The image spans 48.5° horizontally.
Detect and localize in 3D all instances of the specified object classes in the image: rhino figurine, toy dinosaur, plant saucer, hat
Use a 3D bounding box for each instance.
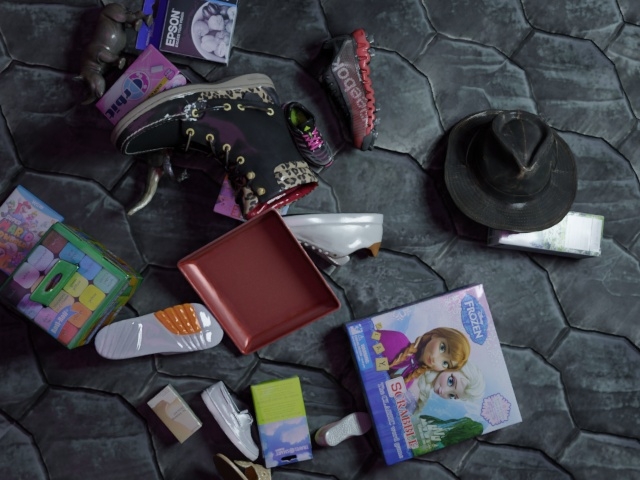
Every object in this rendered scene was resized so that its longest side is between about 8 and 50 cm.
[{"bbox_3d":[-0.461,-0.400,1.532,0.106,0.073,0.243,23,87,8],"label":"rhino figurine"},{"bbox_3d":[-0.333,-0.174,1.532,0.118,0.064,0.268,7,77,10],"label":"toy dinosaur"},{"bbox_3d":[-0.126,0.085,1.494,0.259,0.048,0.258,-29,105,19],"label":"plant saucer"},{"bbox_3d":[0.428,-0.184,1.535,0.331,0.134,0.331,2,62,-5],"label":"hat"}]

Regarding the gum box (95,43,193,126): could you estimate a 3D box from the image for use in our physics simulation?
[{"bbox_3d":[-0.378,-0.307,1.511,0.188,0.062,0.107,-47,68,3],"label":"gum box"}]

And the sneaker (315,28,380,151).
[{"bbox_3d":[0.058,-0.329,1.574,0.135,0.097,0.276,-6,86,-7],"label":"sneaker"}]

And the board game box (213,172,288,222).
[{"bbox_3d":[-0.147,-0.087,1.573,0.154,0.026,0.103,18,86,-5],"label":"board game box"}]

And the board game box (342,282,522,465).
[{"bbox_3d":[0.243,0.288,1.557,0.318,0.066,0.319,-17,90,-6],"label":"board game box"}]

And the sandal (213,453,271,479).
[{"bbox_3d":[-0.132,0.525,1.532,0.240,0.088,0.079,53,52,-8],"label":"sandal"}]

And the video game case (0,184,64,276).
[{"bbox_3d":[-0.649,-0.018,1.521,0.119,0.015,0.166,38,84,-3],"label":"video game case"}]

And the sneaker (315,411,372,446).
[{"bbox_3d":[0.046,0.415,1.562,0.134,0.070,0.051,-16,82,-36],"label":"sneaker"}]

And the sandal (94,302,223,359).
[{"bbox_3d":[-0.343,0.195,1.510,0.265,0.076,0.102,-6,80,-20],"label":"sandal"}]

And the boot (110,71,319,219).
[{"bbox_3d":[-0.203,-0.176,1.457,0.377,0.138,0.284,-23,77,-32],"label":"boot"}]

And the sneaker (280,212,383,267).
[{"bbox_3d":[0.000,0.000,1.534,0.290,0.106,0.123,0,94,-15],"label":"sneaker"}]

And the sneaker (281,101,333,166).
[{"bbox_3d":[-0.029,-0.237,1.570,0.063,0.075,0.170,-33,91,-7],"label":"sneaker"}]

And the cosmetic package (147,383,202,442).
[{"bbox_3d":[-0.311,0.370,1.524,0.060,0.041,0.115,-41,92,-7],"label":"cosmetic package"}]

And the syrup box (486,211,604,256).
[{"bbox_3d":[0.504,-0.021,1.605,0.237,0.096,0.093,7,85,-3],"label":"syrup box"}]

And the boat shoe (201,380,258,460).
[{"bbox_3d":[-0.181,0.386,1.531,0.063,0.066,0.184,-37,82,-6],"label":"boat shoe"}]

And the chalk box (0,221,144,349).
[{"bbox_3d":[-0.486,0.089,1.395,0.179,0.289,0.180,38,84,-3],"label":"chalk box"}]

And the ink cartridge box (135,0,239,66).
[{"bbox_3d":[-0.290,-0.506,1.572,0.208,0.045,0.206,10,86,-4],"label":"ink cartridge box"}]

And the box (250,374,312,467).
[{"bbox_3d":[-0.084,0.392,1.547,0.109,0.042,0.178,-10,88,-6],"label":"box"}]
